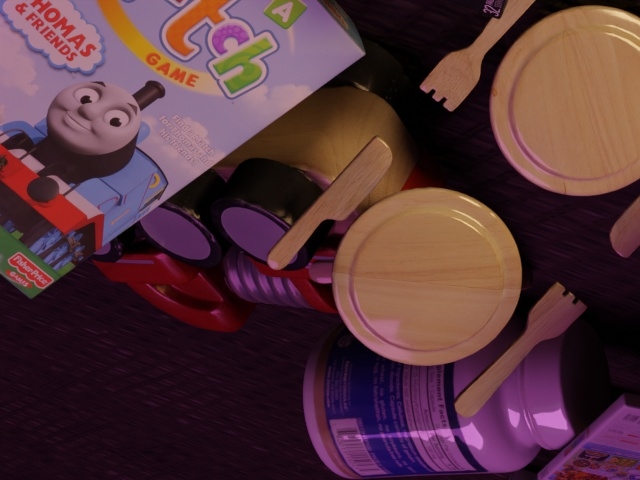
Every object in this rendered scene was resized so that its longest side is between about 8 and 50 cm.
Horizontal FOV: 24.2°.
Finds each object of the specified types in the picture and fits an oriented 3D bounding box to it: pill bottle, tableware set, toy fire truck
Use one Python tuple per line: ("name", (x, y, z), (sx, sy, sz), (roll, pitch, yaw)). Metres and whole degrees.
("pill bottle", (0.093, 0.102, 1.004), (0.187, 0.112, 0.112), (-8, 145, 32))
("tableware set", (0.084, -0.025, 0.685), (0.128, 0.194, 0.039), (39, -165, -12))
("toy fire truck", (0.000, 0.000, 0.863), (0.217, 0.158, 0.246), (1, 140, 42))

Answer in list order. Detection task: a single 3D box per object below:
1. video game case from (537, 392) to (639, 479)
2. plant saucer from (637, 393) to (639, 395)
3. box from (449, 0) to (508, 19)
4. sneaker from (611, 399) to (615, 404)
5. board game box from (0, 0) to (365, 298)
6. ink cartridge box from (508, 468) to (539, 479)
("video game case", (0.199, 0.133, 0.926), (0.087, 0.011, 0.122), (13, 145, -13))
("plant saucer", (0.301, 0.139, 0.944), (0.241, 0.037, 0.241), (12, 143, 9))
("box", (0.045, -0.136, 0.590), (0.083, 0.052, 0.062), (22, 157, 5))
("sneaker", (0.227, 0.134, 1.051), (0.170, 0.051, 0.089), (23, 159, -14))
("board game box", (-0.111, -0.084, 0.692), (0.211, 0.039, 0.160), (-36, 125, 14))
("ink cartridge box", (0.255, 0.279, 1.316), (0.191, 0.082, 0.139), (12, 156, 19))
